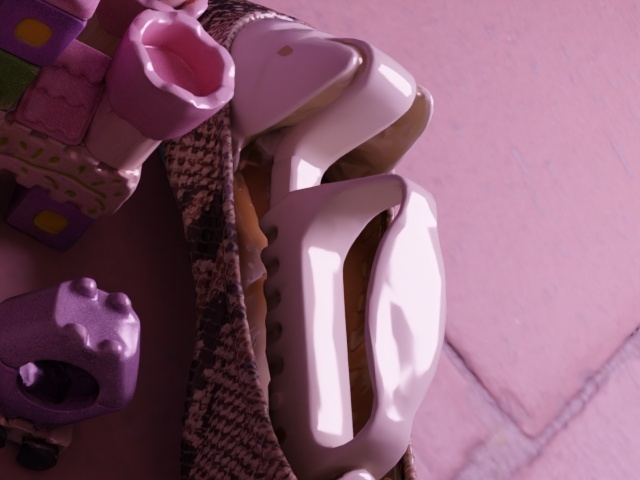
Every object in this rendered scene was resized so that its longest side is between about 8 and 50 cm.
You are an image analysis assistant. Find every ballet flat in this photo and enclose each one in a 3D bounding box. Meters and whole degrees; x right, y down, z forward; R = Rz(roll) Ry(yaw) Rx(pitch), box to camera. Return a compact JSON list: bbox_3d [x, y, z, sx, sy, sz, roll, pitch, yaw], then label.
[{"bbox_3d":[0.000,0.000,0.940,0.164,0.182,0.483,19,48,-30],"label":"ballet flat"}]

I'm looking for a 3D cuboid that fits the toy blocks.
[{"bbox_3d":[-0.172,-0.109,0.811,0.288,0.260,0.309,25,45,-26],"label":"toy blocks"}]
